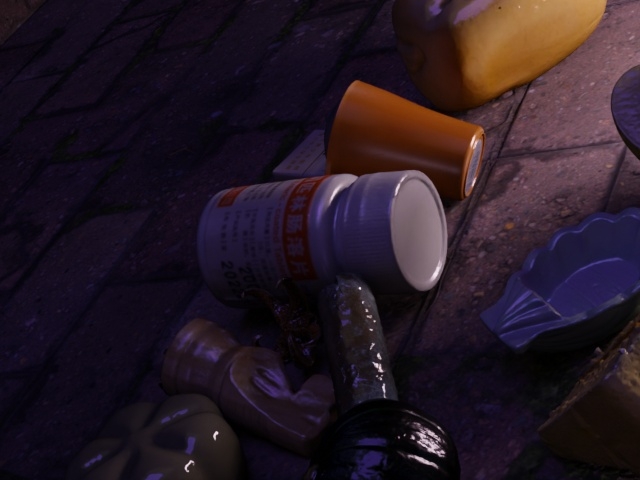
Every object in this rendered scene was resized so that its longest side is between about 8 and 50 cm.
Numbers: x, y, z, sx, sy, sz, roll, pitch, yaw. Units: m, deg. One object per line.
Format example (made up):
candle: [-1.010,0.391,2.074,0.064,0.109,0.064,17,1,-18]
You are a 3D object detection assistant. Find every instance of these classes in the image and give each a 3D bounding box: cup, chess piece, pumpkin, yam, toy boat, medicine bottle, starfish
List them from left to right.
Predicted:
chess piece: [-0.097,0.225,1.848,0.301,0.137,0.137,22,55,37]
starfish: [-0.047,0.126,1.901,0.074,0.146,0.190,-6,5,-33]
medicine bottle: [0.000,0.000,2.001,0.371,0.211,0.211,-6,37,33]
yam: [0.051,0.160,1.784,0.093,0.093,0.259,-21,45,10]
cup: [0.131,-0.143,2.114,0.264,0.182,0.226,16,66,15]
pumpkin: [0.093,0.319,1.471,0.248,0.248,0.248,-20,31,12]
toy boat: [0.367,0.070,1.719,0.290,0.100,0.199,-31,30,-8]

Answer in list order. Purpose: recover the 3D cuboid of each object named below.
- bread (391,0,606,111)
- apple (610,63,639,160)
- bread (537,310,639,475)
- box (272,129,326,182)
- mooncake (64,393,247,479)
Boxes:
bread: [0.328,-0.413,2.331,0.376,0.253,0.348,-31,26,-10]
apple: [0.602,-0.212,1.818,0.258,0.233,0.295,50,118,37]
bread: [0.424,0.181,1.523,0.263,0.198,0.236,-45,-3,-28]
box: [0.041,-0.142,2.329,0.233,0.067,0.149,7,46,44]
mooncake: [-0.238,0.331,1.766,0.275,0.135,0.275,-19,27,10]
